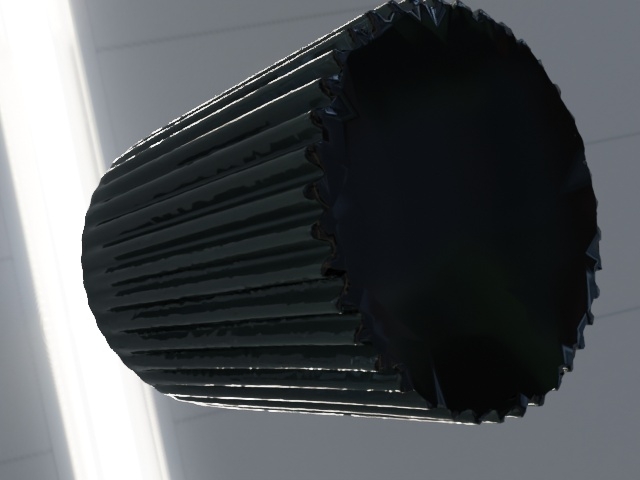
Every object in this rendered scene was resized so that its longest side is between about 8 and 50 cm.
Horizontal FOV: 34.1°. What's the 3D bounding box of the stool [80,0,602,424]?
[{"bbox_3d":[0.000,0.000,0.822,0.297,0.330,0.297,10,-105,-39],"label":"stool"}]
